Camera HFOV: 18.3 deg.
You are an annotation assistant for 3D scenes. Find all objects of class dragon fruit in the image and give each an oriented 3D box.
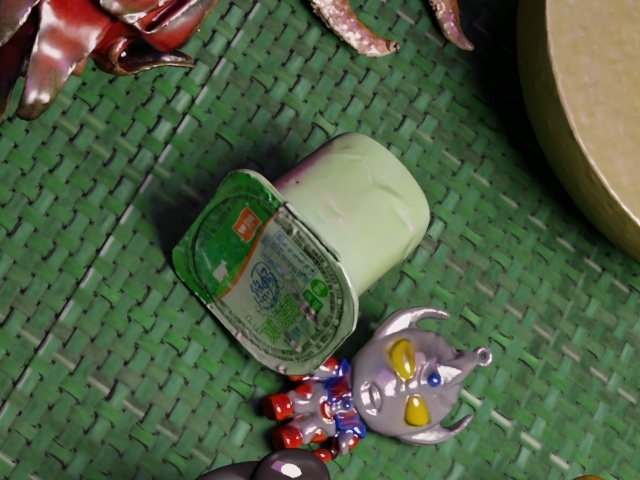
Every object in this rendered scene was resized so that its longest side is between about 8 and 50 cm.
[{"bbox_3d":[-0.175,-0.212,1.454,0.193,0.192,0.274,35,95,28],"label":"dragon fruit"}]

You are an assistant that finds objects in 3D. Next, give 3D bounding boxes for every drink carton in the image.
[{"bbox_3d":[0.000,0.000,1.497,0.144,0.146,0.142,47,46,6],"label":"drink carton"}]

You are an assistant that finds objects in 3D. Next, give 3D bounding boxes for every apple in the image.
[{"bbox_3d":[0.342,-0.127,1.642,0.311,0.320,0.360,-8,81,-70],"label":"apple"}]

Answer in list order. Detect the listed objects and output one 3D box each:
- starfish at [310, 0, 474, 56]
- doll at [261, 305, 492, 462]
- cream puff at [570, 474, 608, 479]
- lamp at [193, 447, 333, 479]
[{"bbox_3d":[0.028,-0.308,1.665,0.299,0.060,0.302,25,62,-16],"label":"starfish"},{"bbox_3d":[0.048,0.113,1.528,0.194,0.062,0.104,-16,74,-23],"label":"doll"},{"bbox_3d":[0.207,0.287,1.488,0.194,0.195,0.221,-4,78,-29],"label":"cream puff"},{"bbox_3d":[-0.059,0.264,1.353,0.244,0.198,0.198,-42,95,-18],"label":"lamp"}]
